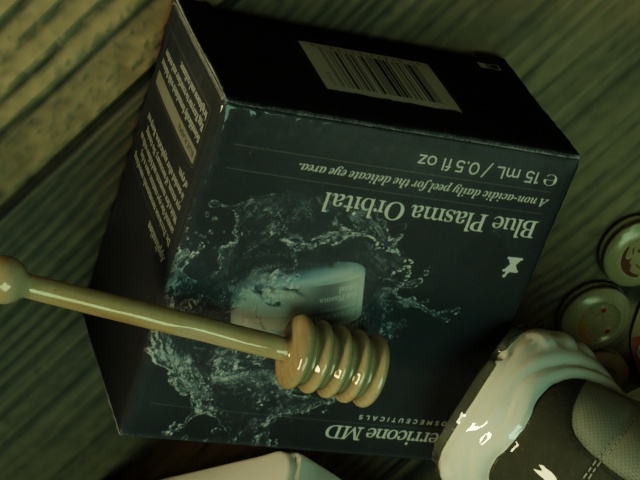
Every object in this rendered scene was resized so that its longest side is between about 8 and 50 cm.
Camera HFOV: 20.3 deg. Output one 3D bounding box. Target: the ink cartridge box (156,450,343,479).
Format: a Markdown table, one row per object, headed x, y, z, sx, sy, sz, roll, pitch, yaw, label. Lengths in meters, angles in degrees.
| x | y | z | sx | sy | sz | roll | pitch | yaw | label |
| --- | --- | --- | --- | --- | --- | --- | --- | --- | --- |
| -0.002 | 0.187 | 0.823 | 0.148 | 0.086 | 0.203 | -20 | 136 | 41 | ink cartridge box |

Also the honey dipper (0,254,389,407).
| x | y | z | sx | sy | sz | roll | pitch | yaw | label |
| --- | --- | --- | --- | --- | --- | --- | --- | --- | --- |
| -0.050 | 0.030 | 0.671 | 0.161 | 0.030 | 0.030 | 17 | 114 | -22 | honey dipper |

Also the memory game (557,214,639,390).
| x | y | z | sx | sy | sz | roll | pitch | yaw | label |
| --- | --- | --- | --- | --- | --- | --- | --- | --- | --- |
| 0.202 | 0.040 | 0.883 | 0.186 | 0.012 | 0.186 | -9 | 124 | -13 | memory game |

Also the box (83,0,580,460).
| x | y | z | sx | sy | sz | roll | pitch | yaw | label |
| --- | --- | --- | --- | --- | --- | --- | --- | --- | --- |
| 0.000 | 0.000 | 0.741 | 0.156 | 0.093 | 0.158 | 7 | 119 | -23 | box |

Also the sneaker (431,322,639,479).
| x | y | z | sx | sy | sz | roll | pitch | yaw | label |
| --- | --- | --- | --- | --- | --- | --- | --- | --- | --- |
| 0.150 | 0.118 | 0.805 | 0.100 | 0.108 | 0.271 | -58 | 148 | 8 | sneaker |
